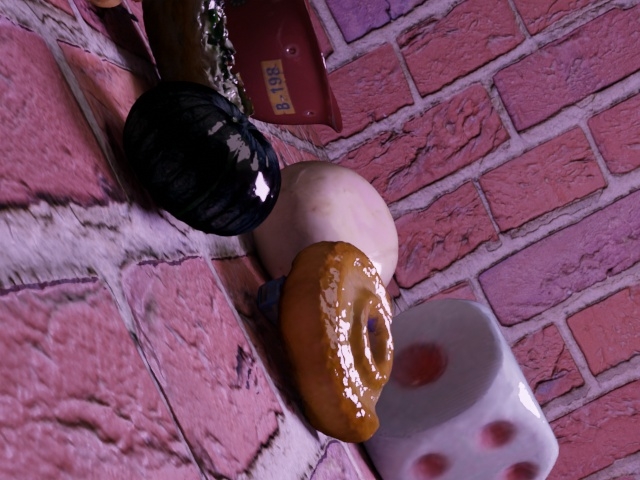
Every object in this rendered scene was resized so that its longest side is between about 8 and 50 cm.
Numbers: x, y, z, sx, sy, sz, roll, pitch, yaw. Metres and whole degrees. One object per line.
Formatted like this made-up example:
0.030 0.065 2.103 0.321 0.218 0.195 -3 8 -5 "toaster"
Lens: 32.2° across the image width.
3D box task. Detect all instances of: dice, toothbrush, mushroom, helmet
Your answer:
0.209 0.275 1.777 0.262 0.268 0.265 57 8 -37 "dice"
-0.287 -0.334 1.601 0.013 0.011 0.131 41 5 8 "toothbrush"
0.000 0.000 1.706 0.246 0.202 0.246 15 59 -26 "mushroom"
-0.107 -0.356 2.103 0.385 0.230 0.337 74 2 -48 "helmet"

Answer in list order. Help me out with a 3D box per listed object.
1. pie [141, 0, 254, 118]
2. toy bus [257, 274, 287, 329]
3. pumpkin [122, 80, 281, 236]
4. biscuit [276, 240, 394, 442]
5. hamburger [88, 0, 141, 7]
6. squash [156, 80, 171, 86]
-0.180 -0.327 1.527 0.296 0.078 0.371 44 -38 44 "pie"
-0.029 0.111 1.525 0.153 0.061 0.051 54 28 -42 "toy bus"
-0.134 -0.089 1.244 0.202 0.140 0.202 44 12 -12 "pumpkin"
0.027 0.116 1.463 0.213 0.091 0.274 53 36 -42 "biscuit"
-0.273 -0.408 1.406 0.282 0.155 0.245 -114 -179 -87 "hamburger"
-0.172 -0.139 1.445 0.066 0.066 0.252 53 10 -50 "squash"
